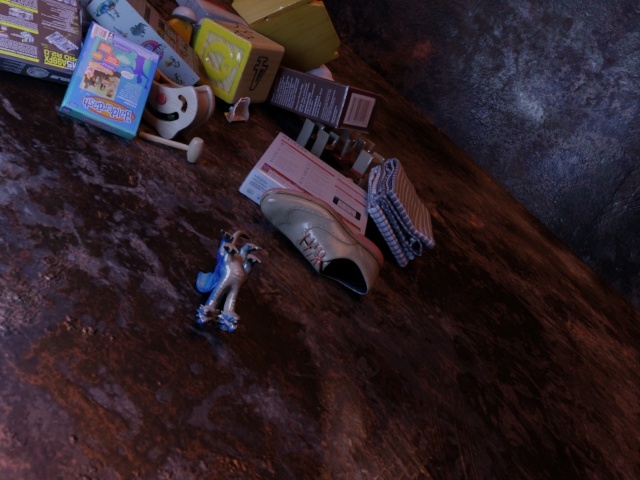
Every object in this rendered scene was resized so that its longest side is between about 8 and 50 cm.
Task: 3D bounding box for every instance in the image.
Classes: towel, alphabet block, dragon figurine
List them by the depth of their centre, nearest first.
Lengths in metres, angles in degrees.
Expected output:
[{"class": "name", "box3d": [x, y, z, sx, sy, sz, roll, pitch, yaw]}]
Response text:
[{"class": "dragon figurine", "box3d": [-0.179, 0.066, 1.030, 0.085, 0.144, 0.289, 26, 11, -20]}, {"class": "towel", "box3d": [0.238, -0.095, 1.626, 0.235, 0.121, 0.283, 57, 21, -22]}, {"class": "alphabet block", "box3d": [-0.260, -0.548, 1.688, 0.192, 0.193, 0.197, 32, 26, 17]}]

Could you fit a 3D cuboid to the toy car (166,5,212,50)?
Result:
[{"class": "toy car", "box3d": [-0.421, -0.637, 1.742, 0.182, 0.159, 0.136, 13, 1, -39]}]

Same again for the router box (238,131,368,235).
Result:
[{"class": "router box", "box3d": [-0.024, -0.127, 1.497, 0.335, 0.082, 0.301, 34, 28, -8]}]

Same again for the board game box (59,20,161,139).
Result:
[{"class": "board game box", "box3d": [-0.465, -0.352, 1.220, 0.160, 0.047, 0.210, 22, 72, -30]}]

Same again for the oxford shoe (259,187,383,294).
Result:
[{"class": "oxford shoe", "box3d": [0.000, 0.000, 1.306, 0.348, 0.123, 0.130, 32, 37, -8]}]

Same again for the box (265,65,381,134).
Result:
[{"class": "box", "box3d": [-0.014, -0.475, 1.816, 0.381, 0.143, 0.191, 30, 21, 35]}]

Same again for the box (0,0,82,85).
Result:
[{"class": "box", "box3d": [-0.652, -0.466, 1.161, 0.270, 0.060, 0.216, 3, 77, -43]}]

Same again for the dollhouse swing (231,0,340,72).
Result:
[{"class": "dollhouse swing", "box3d": [-0.142, -0.799, 1.914, 0.347, 0.315, 0.304, 42, 30, -67]}]

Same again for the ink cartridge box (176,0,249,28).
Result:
[{"class": "ink cartridge box", "box3d": [-0.409, -0.908, 2.177, 0.308, 0.091, 0.385, 5, 44, -46]}]

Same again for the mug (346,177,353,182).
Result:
[{"class": "mug", "box3d": [0.055, -0.171, 1.677, 0.078, 0.062, 0.064, 27, 11, 30]}]

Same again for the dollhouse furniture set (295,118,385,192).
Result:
[{"class": "dollhouse furniture set", "box3d": [0.077, -0.280, 1.833, 0.259, 0.135, 0.262, 42, 26, 30]}]

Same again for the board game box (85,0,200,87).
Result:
[{"class": "board game box", "box3d": [-0.464, -0.550, 1.466, 0.303, 0.097, 0.224, 44, 16, -34]}]

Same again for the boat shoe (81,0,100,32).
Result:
[{"class": "boat shoe", "box3d": [-0.625, -0.670, 1.560, 0.118, 0.103, 0.320, 37, 28, -3]}]

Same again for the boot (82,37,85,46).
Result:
[{"class": "boot", "box3d": [-0.556, -0.457, 1.382, 0.209, 0.076, 0.189, 22, 34, -41]}]

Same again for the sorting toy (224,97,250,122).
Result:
[{"class": "sorting toy", "box3d": [-0.242, -0.396, 1.639, 0.045, 0.075, 0.083, 45, 28, 11]}]

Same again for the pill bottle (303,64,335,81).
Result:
[{"class": "pill bottle", "box3d": [-0.056, -0.636, 2.117, 0.160, 0.160, 0.283, -5, 50, -52]}]

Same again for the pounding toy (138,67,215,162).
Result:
[{"class": "pounding toy", "box3d": [-0.364, -0.325, 1.311, 0.269, 0.154, 0.155, 42, 28, 7]}]
